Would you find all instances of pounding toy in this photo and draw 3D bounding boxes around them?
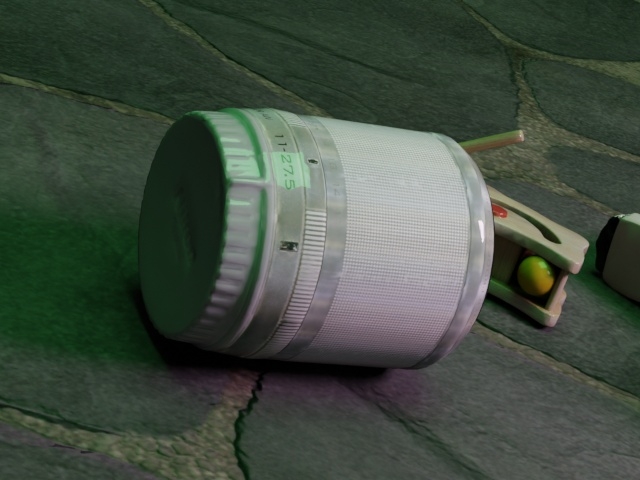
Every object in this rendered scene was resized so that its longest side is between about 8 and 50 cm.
[{"bbox_3d":[0.168,-0.037,1.753,0.269,0.155,0.154,31,21,25],"label":"pounding toy"}]

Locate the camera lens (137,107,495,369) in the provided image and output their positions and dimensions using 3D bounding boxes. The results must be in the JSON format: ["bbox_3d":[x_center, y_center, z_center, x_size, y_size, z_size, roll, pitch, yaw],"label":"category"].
[{"bbox_3d":[0.000,0.000,1.464,0.274,0.219,0.219,6,26,-27],"label":"camera lens"}]

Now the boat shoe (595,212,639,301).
[{"bbox_3d":[0.479,0.054,1.817,0.158,0.127,0.340,-14,38,-39],"label":"boat shoe"}]
